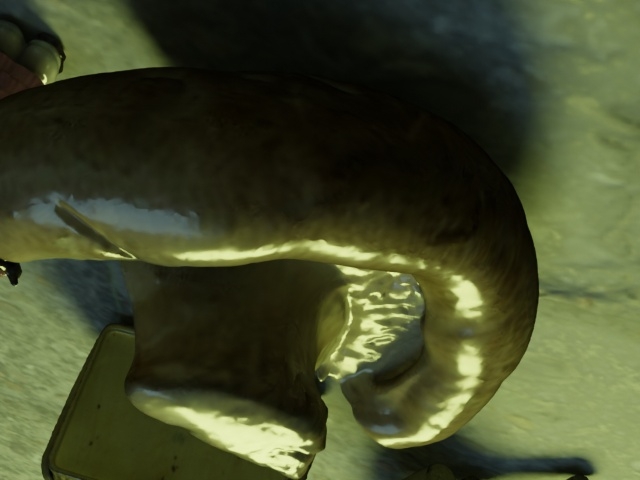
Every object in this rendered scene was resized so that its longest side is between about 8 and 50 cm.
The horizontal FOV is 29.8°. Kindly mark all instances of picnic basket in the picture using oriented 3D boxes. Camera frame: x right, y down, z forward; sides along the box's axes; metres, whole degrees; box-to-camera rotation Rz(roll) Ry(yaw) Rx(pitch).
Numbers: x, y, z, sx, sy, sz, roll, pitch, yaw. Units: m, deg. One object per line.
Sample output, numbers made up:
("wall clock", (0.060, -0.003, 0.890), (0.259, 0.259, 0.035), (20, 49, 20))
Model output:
("picnic basket", (-0.087, 0.134, 0.783), (0.164, 0.115, 0.079), (17, 150, 6))

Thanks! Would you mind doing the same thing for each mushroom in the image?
("mushroom", (0.000, 0.000, 0.510), (0.151, 0.156, 0.286), (-25, 139, 35))

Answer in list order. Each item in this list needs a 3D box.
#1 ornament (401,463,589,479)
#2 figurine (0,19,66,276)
("ornament", (0.061, 0.205, 0.802), (0.230, 0.061, 0.245), (-3, 151, -49))
("figurine", (-0.154, -0.038, 0.544), (0.072, 0.129, 0.054), (28, 144, -11))
